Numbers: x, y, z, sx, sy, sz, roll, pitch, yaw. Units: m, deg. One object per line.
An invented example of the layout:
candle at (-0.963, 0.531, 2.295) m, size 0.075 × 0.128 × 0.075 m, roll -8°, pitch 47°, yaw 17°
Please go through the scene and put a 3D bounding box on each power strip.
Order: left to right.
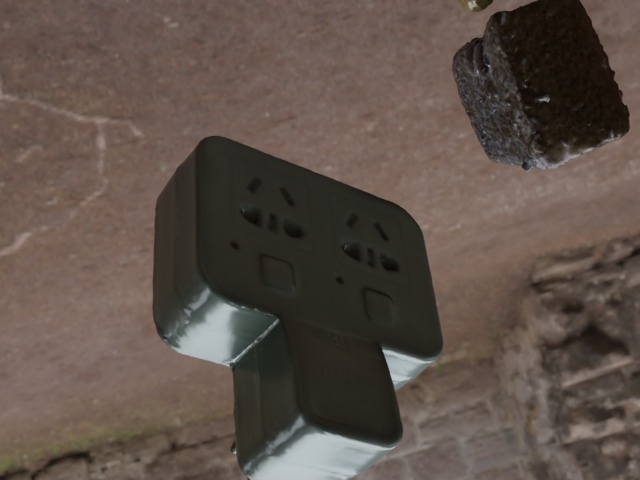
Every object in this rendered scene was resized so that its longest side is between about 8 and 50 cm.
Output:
power strip at (-0.024, 0.074, 0.841) m, size 0.229 × 0.261 × 0.141 m, roll 18°, pitch 136°, yaw -28°

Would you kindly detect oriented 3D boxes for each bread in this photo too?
bread at (0.231, -0.172, 1.206) m, size 0.113 × 0.165 × 0.416 m, roll -21°, pitch -176°, yaw 3°

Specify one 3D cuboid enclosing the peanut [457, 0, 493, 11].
peanut at (0.170, -0.306, 1.142) m, size 0.053 × 0.113 × 0.054 m, roll -1°, pitch -162°, yaw 0°
